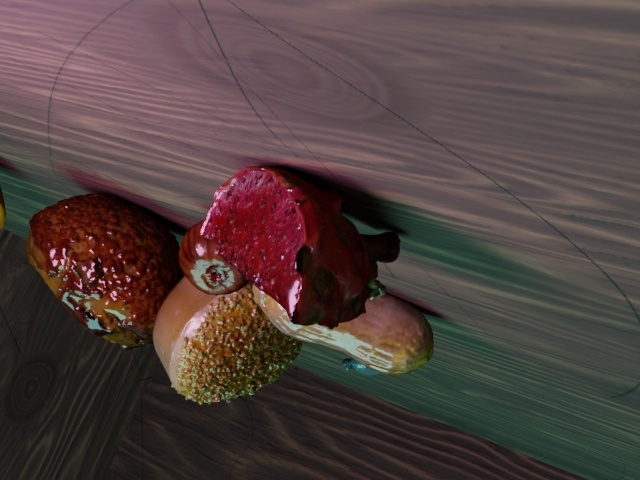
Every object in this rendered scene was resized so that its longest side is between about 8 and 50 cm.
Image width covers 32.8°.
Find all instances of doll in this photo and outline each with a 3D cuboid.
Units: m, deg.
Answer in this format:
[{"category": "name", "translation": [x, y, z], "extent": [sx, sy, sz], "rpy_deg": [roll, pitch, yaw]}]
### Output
[{"category": "doll", "translation": [0.128, 0.232, 2.269], "extent": [0.120, 0.075, 0.180], "rpy_deg": [-4, 161, -28]}]

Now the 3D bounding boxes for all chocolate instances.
[{"category": "chocolate", "translation": [0.035, 0.122, 1.737], "extent": [0.309, 0.134, 0.134], "rpy_deg": [24, 170, -2]}]

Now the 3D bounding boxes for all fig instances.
[{"category": "fig", "translation": [-0.156, 0.024, 1.721], "extent": [0.128, 0.128, 0.150], "rpy_deg": [22, -171, 14]}]

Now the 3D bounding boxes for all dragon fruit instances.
[{"category": "dragon fruit", "translation": [0.000, 0.000, 1.259], "extent": [0.211, 0.134, 0.262], "rpy_deg": [18, -168, -39]}]

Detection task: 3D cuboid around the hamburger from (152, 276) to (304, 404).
[{"category": "hamburger", "translation": [-0.149, 0.155, 1.905], "extent": [0.170, 0.302, 0.302], "rpy_deg": [39, 178, 30]}]

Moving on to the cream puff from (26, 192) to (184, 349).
[{"category": "cream puff", "translation": [-0.373, 0.045, 1.994], "extent": [0.350, 0.229, 0.350], "rpy_deg": [46, 180, 0]}]

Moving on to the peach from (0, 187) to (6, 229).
[{"category": "peach", "translation": [-0.839, -0.126, 2.187], "extent": [0.306, 0.242, 0.380], "rpy_deg": [42, -165, 31]}]
